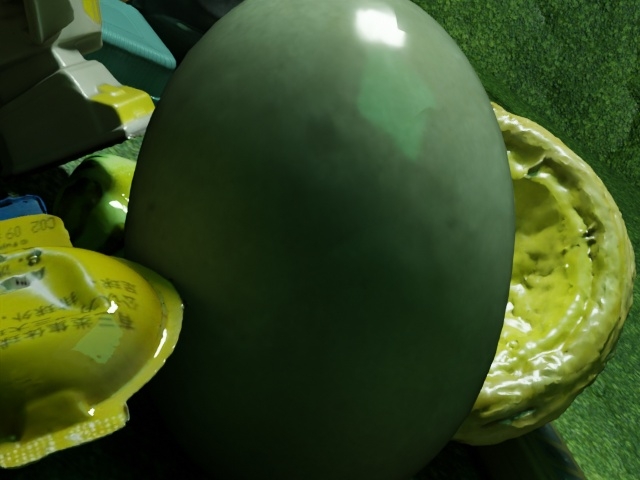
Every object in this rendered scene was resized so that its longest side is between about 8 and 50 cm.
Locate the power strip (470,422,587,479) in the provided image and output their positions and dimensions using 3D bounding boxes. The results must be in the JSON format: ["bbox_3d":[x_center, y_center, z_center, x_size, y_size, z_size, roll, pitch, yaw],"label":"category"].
[{"bbox_3d":[0.198,0.209,1.054,0.092,0.066,0.388,27,23,-38],"label":"power strip"}]

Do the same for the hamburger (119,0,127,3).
[{"bbox_3d":[-0.188,-0.369,1.376,0.162,0.209,0.330,42,22,6],"label":"hamburger"}]

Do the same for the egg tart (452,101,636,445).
[{"bbox_3d":[0.100,0.029,1.040,0.345,0.132,0.345,5,66,-10],"label":"egg tart"}]

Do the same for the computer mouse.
[{"bbox_3d":[-0.048,-0.210,1.326,0.374,0.114,0.203,31,-15,-36],"label":"computer mouse"}]

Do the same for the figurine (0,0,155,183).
[{"bbox_3d":[-0.232,-0.188,0.856,0.308,0.308,0.143,45,53,14],"label":"figurine"}]

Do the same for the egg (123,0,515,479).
[{"bbox_3d":[0.000,0.000,0.773,0.258,0.352,0.258,10,-9,2],"label":"egg"}]

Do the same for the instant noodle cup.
[{"bbox_3d":[-0.226,-0.198,1.149,0.179,0.070,0.157,16,29,-47],"label":"instant noodle cup"}]

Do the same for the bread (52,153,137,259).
[{"bbox_3d":[-0.143,-0.009,0.891,0.130,0.071,0.139,42,19,-3],"label":"bread"}]

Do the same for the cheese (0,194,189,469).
[{"bbox_3d":[-0.175,0.039,0.668,0.177,0.069,0.270,-20,35,-16],"label":"cheese"}]
